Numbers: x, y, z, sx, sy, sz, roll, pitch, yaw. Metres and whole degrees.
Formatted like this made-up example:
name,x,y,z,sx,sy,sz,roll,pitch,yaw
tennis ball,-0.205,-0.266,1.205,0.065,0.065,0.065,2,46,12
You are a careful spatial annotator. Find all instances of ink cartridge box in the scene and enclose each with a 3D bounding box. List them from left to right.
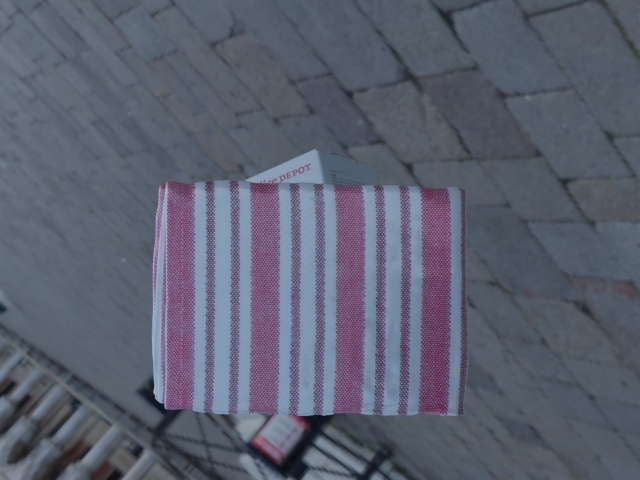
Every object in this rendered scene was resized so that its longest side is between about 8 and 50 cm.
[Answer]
name,x,y,z,sx,sy,sz,roll,pitch,yaw
ink cartridge box,0.000,0.000,1.117,0.128,0.176,0.127,-19,165,34

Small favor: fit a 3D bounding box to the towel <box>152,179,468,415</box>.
name,x,y,z,sx,sy,sz,roll,pitch,yaw
towel,-0.006,0.036,0.593,0.196,0.144,0.029,1,-179,2
